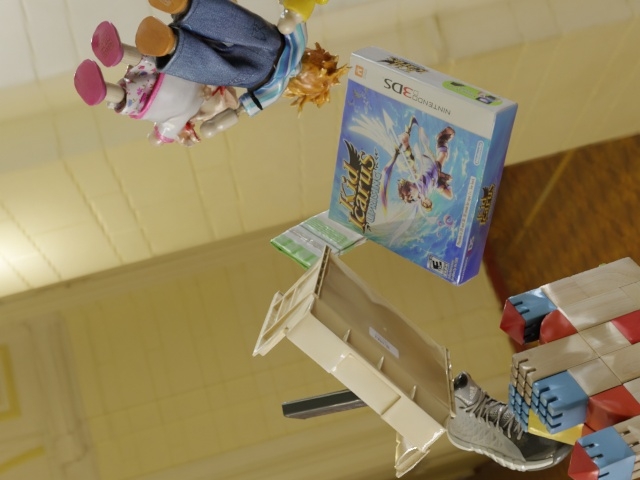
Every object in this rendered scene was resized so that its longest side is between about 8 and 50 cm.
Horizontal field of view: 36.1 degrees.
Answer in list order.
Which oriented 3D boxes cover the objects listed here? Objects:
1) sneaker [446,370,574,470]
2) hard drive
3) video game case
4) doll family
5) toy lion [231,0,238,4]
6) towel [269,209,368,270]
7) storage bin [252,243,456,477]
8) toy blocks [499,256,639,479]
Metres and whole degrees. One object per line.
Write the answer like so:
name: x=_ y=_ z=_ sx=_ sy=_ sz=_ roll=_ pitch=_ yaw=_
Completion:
sneaker: x=0.245 y=0.251 z=1.408 sx=0.229 sy=0.086 sz=0.132 roll=-3 pitch=127 yaw=51
hard drive: x=0.024 y=0.220 z=1.337 sx=0.094 sy=0.135 sz=0.022 roll=40 pitch=-142 yaw=-72
video game case: x=0.132 y=-0.105 z=1.376 sx=0.244 sy=0.061 sz=0.269 roll=30 pitch=126 yaw=33
doll family: x=-0.038 y=-0.157 z=0.667 sx=0.118 sy=0.163 sz=0.263 roll=40 pitch=110 yaw=34
toy lion: x=-0.186 y=-0.358 z=1.645 sx=0.034 sy=0.096 sz=0.100 roll=-117 pitch=26 yaw=-71
towel: x=0.000 y=0.000 z=1.765 sx=0.113 sy=0.152 sz=0.023 roll=33 pitch=138 yaw=36
storage bin: x=0.055 y=0.165 z=1.392 sx=0.262 sy=0.123 sz=0.260 roll=41 pitch=-164 yaw=-8
toy blocks: x=0.361 y=0.176 z=1.246 sx=0.381 sy=0.261 sz=0.190 roll=-122 pitch=20 yaw=-47
